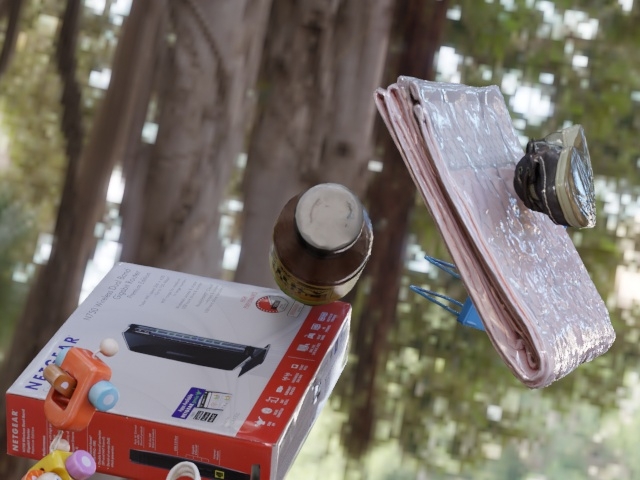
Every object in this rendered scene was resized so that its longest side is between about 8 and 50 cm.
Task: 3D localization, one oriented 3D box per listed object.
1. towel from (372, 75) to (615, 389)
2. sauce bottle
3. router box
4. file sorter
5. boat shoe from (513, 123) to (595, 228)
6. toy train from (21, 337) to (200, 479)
[{"bbox_3d":[0.186,-0.016,1.739,0.053,0.317,0.332,-28,-7,20],"label":"towel"},{"bbox_3d":[0.000,0.000,1.893,0.111,0.111,0.344,10,-10,0],"label":"sauce bottle"},{"bbox_3d":[-0.150,0.153,1.973,0.301,0.082,0.335,10,27,11],"label":"router box"},{"bbox_3d":[0.201,0.013,2.106,0.104,0.170,0.118,30,7,36],"label":"file sorter"},{"bbox_3d":[0.224,-0.056,1.692,0.073,0.080,0.223,-14,15,15],"label":"boat shoe"},{"bbox_3d":[-0.148,0.140,1.112,0.046,0.125,0.166,19,16,-44],"label":"toy train"}]
